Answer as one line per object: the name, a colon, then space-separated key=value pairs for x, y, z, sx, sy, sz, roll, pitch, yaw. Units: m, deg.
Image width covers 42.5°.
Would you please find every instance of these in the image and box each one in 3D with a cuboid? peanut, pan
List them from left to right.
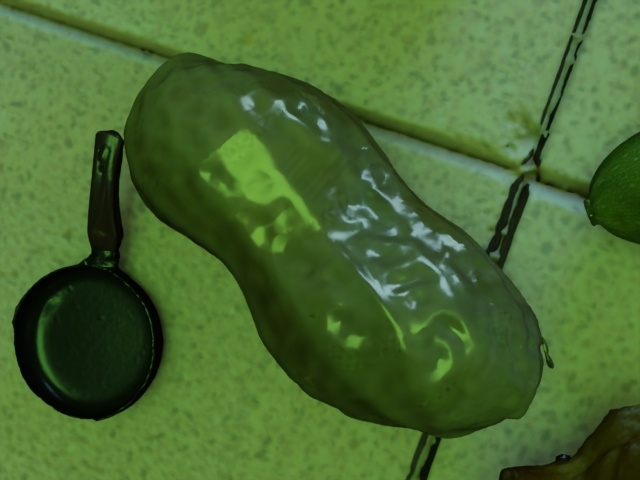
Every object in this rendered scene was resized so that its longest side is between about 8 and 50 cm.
pan: x=-0.160 y=0.025 z=0.592 sx=0.115 sy=0.040 sz=0.211 roll=12 pitch=100 yaw=11
peanut: x=0.000 y=0.000 z=0.517 sx=0.149 sy=0.149 sz=0.313 roll=-44 pitch=83 yaw=8

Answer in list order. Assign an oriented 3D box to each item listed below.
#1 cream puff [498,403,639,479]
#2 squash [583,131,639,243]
cream puff: x=0.191 y=0.226 z=0.470 sx=0.241 sy=0.155 sz=0.268 roll=1 pitch=93 yaw=12
squash: x=0.328 y=-0.052 z=0.474 sx=0.341 sy=0.094 sz=0.094 roll=-6 pitch=89 yaw=12
